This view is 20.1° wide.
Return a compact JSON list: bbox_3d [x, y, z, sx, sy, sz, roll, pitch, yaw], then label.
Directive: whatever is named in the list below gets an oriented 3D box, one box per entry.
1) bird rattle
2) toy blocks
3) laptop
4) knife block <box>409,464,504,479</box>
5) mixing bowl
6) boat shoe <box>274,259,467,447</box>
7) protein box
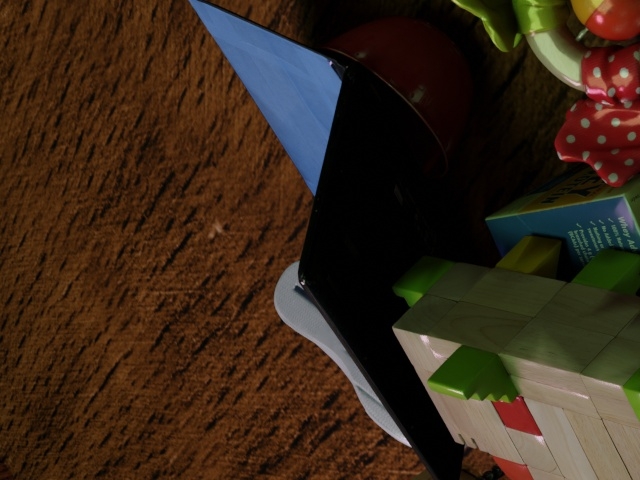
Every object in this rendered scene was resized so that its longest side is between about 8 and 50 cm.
[{"bbox_3d":[0.238,-0.185,1.558,0.253,0.143,0.207,52,124,20],"label":"bird rattle"},{"bbox_3d":[0.238,0.165,1.581,0.381,0.191,0.261,11,138,53],"label":"toy blocks"},{"bbox_3d":[0.000,0.000,1.856,0.236,0.408,0.382,-7,139,25],"label":"laptop"},{"bbox_3d":[0.200,0.376,2.133,0.242,0.088,0.276,28,136,43],"label":"knife block"},{"bbox_3d":[0.087,-0.159,1.812,0.181,0.098,0.181,39,164,13],"label":"mixing bowl"},{"bbox_3d":[0.086,0.127,2.078,0.335,0.119,0.121,44,108,39],"label":"boat shoe"},{"bbox_3d":[0.294,0.029,1.653,0.201,0.136,0.200,-11,107,58],"label":"protein box"}]
